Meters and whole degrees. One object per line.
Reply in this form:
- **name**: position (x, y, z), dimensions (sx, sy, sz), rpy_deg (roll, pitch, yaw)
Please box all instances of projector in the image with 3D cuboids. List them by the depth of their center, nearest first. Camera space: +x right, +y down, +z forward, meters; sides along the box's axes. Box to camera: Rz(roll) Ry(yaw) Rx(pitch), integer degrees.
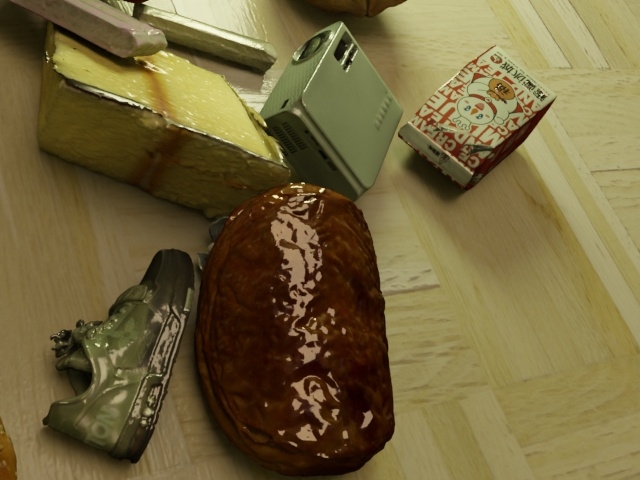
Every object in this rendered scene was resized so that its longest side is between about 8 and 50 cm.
- **projector**: position (0.019, -0.206, 1.394), dimensions (0.198, 0.108, 0.250), rpy_deg (50, 43, -28)

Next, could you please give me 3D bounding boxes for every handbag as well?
- **handbag**: position (0.276, -0.213, 1.564), dimensions (0.171, 0.151, 0.298), rpy_deg (44, 55, 13)

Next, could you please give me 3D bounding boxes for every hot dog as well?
- **hot dog**: position (-0.025, 0.116, 1.130), dimensions (0.266, 0.174, 0.388), rpy_deg (5, 70, -29)

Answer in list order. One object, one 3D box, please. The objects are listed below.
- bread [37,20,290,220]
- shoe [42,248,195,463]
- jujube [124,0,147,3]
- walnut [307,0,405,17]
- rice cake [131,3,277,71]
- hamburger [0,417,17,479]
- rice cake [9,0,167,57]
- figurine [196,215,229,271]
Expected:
- **bread**: position (-0.241, -0.241, 1.261), dimensions (0.345, 0.242, 0.405), rpy_deg (12, 57, -20)
- **shoe**: position (-0.255, 0.118, 1.054), dimensions (0.149, 0.109, 0.293), rpy_deg (21, 54, -20)
- **jujube**: position (-0.378, -0.482, 1.393), dimensions (0.255, 0.190, 0.190), rpy_deg (25, 49, -13)
- **walnut**: position (0.062, -0.575, 1.638), dimensions (0.277, 0.252, 0.313), rpy_deg (-1, 67, -28)
- **rice cake**: position (-0.201, -0.352, 1.469), dimensions (0.256, 0.052, 0.057), rpy_deg (14, 49, -19)
- **hamburger**: position (-0.437, 0.240, 0.860), dimensions (0.286, 0.146, 0.243), rpy_deg (44, 42, 10)
- **rice cake**: position (-0.378, -0.348, 1.267), dimensions (0.297, 0.050, 0.106), rpy_deg (28, 20, 9)
- **figurine**: position (-0.126, 0.020, 1.214), dimensions (0.094, 0.082, 0.086), rpy_deg (23, 28, -10)
